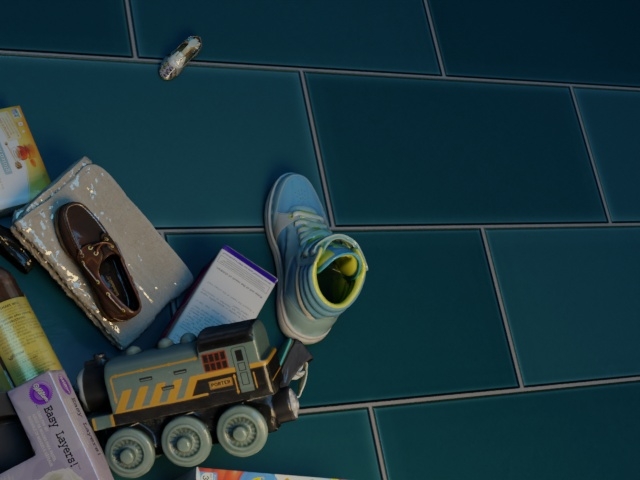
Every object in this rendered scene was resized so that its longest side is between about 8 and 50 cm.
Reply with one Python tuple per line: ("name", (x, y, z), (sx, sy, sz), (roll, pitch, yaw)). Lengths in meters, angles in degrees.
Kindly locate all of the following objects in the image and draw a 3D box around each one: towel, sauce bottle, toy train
("towel", (-0.351, 0.019, 1.837), (0.282, 0.049, 0.187), (52, 56, -14))
("sauce bottle", (-0.483, 0.121, 1.709), (0.111, 0.111, 0.344), (-22, 81, -33))
("toy train", (-0.203, 0.234, 1.707), (0.334, 0.142, 0.190), (-12, 94, 9))

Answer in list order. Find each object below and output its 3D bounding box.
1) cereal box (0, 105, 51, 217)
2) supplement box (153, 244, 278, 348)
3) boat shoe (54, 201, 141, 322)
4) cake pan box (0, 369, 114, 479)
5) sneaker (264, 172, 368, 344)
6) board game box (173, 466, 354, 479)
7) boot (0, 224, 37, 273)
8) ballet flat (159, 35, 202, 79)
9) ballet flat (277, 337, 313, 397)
("cereal box", (-0.565, -0.110, 1.809), (0.240, 0.047, 0.173), (-18, 77, -32))
("supplement box", (-0.179, 0.136, 1.860), (0.114, 0.111, 0.220), (34, 57, -10))
("boat shoe", (-0.339, 0.029, 1.769), (0.073, 0.073, 0.207), (-34, 98, -35))
("cake pan box", (-0.424, 0.342, 1.593), (0.245, 0.070, 0.267), (-26, 81, 1))
("sneaker", (0.000, 0.000, 1.954), (0.127, 0.208, 0.319), (1, 67, -25))
("board game box", (-0.086, 0.442, 1.750), (0.275, 0.144, 0.142), (9, 65, -23))
("boot", (-0.474, -0.015, 1.816), (0.121, 0.045, 0.099), (44, 58, -12))
("ballet flat", (-0.253, -0.339, 2.077), (0.041, 0.041, 0.114), (41, 56, -5))
("ballet flat", (-0.069, 0.253, 1.891), (0.074, 0.074, 0.203), (37, 54, -8))
